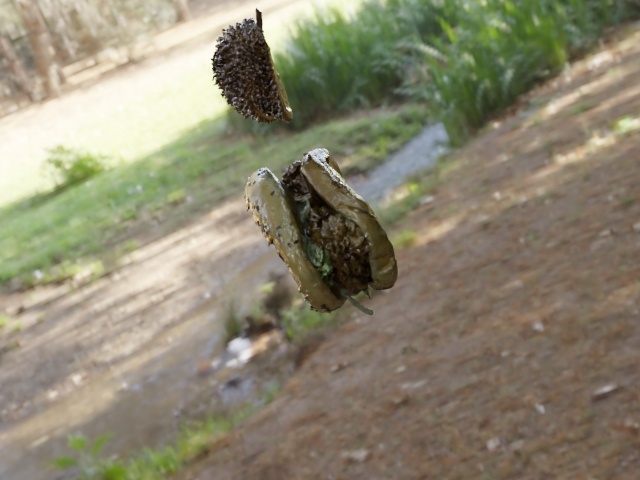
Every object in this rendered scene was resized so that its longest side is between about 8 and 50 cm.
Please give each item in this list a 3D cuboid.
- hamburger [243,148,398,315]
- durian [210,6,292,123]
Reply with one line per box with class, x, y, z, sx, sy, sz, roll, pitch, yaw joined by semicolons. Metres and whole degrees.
hamburger;0.000;0.000;1.130;0.113;0.186;0.177;-25;3;-8
durian;-0.079;-0.179;1.159;0.071;0.140;0.110;-22;46;-14
